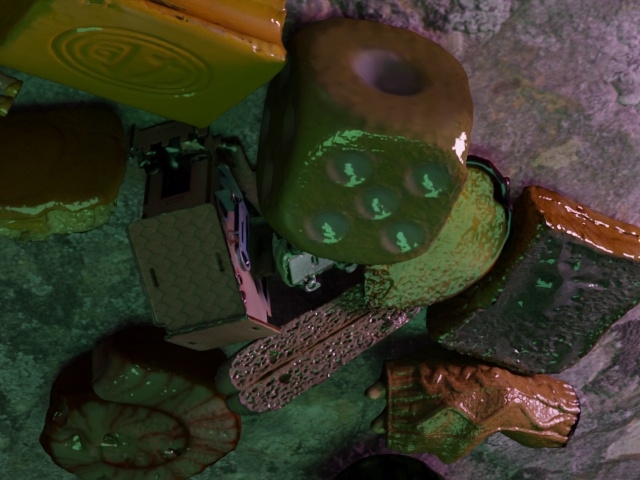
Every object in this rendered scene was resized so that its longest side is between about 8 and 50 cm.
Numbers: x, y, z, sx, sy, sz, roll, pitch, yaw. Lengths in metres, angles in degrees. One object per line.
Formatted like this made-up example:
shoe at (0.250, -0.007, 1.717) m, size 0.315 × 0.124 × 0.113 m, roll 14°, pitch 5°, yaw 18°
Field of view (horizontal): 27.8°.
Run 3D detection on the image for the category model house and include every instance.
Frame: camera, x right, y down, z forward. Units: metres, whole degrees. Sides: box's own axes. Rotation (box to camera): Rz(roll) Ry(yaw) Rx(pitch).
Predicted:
model house at (-0.147, 0.017, 1.764) m, size 0.169 × 0.244 × 0.326 m, roll -10°, pitch 134°, yaw 12°

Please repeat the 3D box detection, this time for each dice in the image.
dice at (0.050, -0.126, 1.645) m, size 0.226 × 0.238 × 0.233 m, roll 9°, pitch 132°, yaw -14°

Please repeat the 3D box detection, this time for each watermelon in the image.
watermelon at (0.118, 0.495, 2.242) m, size 0.268 × 0.269 × 0.269 m, roll -3°, pitch 134°, yaw -3°

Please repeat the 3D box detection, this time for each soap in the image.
soap at (-0.215, -0.248, 1.525) m, size 0.324 × 0.096 × 0.204 m, roll 14°, pitch 147°, yaw -38°

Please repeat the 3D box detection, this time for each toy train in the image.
toy train at (0.000, 0.000, 1.831) m, size 0.149 × 0.081 × 0.099 m, roll -28°, pitch 137°, yaw -16°

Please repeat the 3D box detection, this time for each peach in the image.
peach at (0.160, -0.007, 1.855) m, size 0.189 × 0.068 × 0.279 m, roll 42°, pitch 106°, yaw -14°

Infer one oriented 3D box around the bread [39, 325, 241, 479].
bread at (-0.282, 0.283, 2.095) m, size 0.295 × 0.114 × 0.327 m, roll 31°, pitch 124°, yaw -31°

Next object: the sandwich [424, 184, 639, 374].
sandwich at (0.342, 0.077, 1.962) m, size 0.271 × 0.099 × 0.301 m, roll 20°, pitch 128°, yaw -22°

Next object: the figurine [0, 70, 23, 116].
figurine at (-0.483, -0.232, 1.581) m, size 0.240 × 0.116 × 0.175 m, roll 20°, pitch 129°, yaw -23°

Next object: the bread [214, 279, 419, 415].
bread at (-0.008, 0.150, 1.936) m, size 0.337 × 0.183 × 0.102 m, roll -30°, pitch 91°, yaw -16°

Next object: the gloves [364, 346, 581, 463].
gloves at (0.240, 0.251, 2.072) m, size 0.356 × 0.203 × 0.155 m, roll 1°, pitch 116°, yaw -14°

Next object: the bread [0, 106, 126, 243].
bread at (-0.373, -0.089, 1.697) m, size 0.245 × 0.174 × 0.121 m, roll -4°, pitch 154°, yaw 1°
